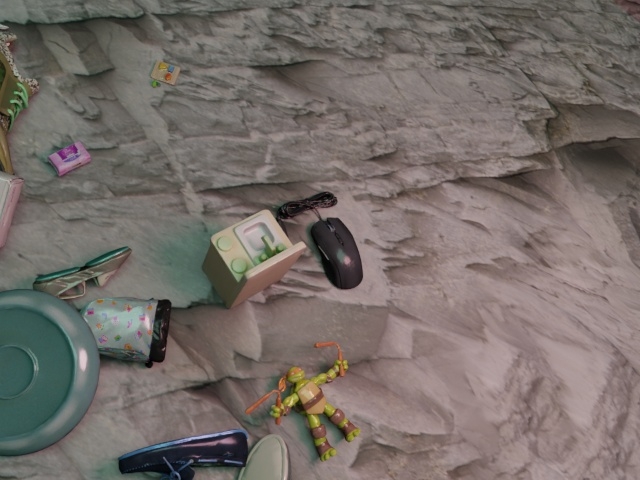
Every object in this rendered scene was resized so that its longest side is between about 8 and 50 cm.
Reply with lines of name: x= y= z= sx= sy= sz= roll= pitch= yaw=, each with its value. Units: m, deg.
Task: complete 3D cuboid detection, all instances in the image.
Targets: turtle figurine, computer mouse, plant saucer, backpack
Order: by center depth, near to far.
plant saucer: x=-0.586 y=0.249 z=1.228 sx=0.318 sy=0.043 sz=0.317 roll=0 pitch=80 yaw=-3
backpack: x=-0.406 y=0.176 z=1.334 sx=0.182 sy=0.115 sz=0.151 roll=8 pitch=69 yaw=-12
turtle figurine: x=-0.025 y=0.362 z=1.399 sx=0.269 sy=0.087 sz=0.217 roll=-31 pitch=89 yaw=-36
computer mouse: x=0.000 y=0.000 z=1.570 sx=0.184 sy=0.060 sz=0.262 roll=-12 pitch=73 yaw=-23

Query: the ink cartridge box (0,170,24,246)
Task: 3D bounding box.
ink cartridge box: x=-0.741 y=-0.086 z=1.309 sx=0.218 sy=0.092 sz=0.158 roll=18 pitch=96 yaw=-9

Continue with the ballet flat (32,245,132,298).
ballet flat: x=-0.499 y=0.077 z=1.380 sx=0.213 sy=0.072 sz=0.068 roll=-22 pitch=104 yaw=-24

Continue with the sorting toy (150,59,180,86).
sorting toy: x=-0.396 y=-0.417 z=1.636 sx=0.062 sy=0.012 sz=0.083 roll=19 pitch=64 yaw=-11

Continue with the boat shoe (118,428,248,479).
boat shoe: x=-0.264 y=0.437 z=1.280 sx=0.258 sy=0.109 sz=0.089 roll=-6 pitch=74 yaw=-18

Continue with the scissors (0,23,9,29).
scissors: x=-0.898 y=-0.544 z=1.517 sx=0.297 sy=0.021 sz=0.109 roll=-5 pitch=69 yaw=-19

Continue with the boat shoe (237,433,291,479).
boat shoe: x=-0.105 y=0.561 z=1.305 sx=0.099 sy=0.116 sz=0.319 roll=44 pitch=42 yaw=-47

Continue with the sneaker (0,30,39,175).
sneaker: x=-0.708 y=-0.325 z=1.435 sx=0.182 sy=0.158 sz=0.410 roll=-10 pitch=76 yaw=-40

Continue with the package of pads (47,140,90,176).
package of pads: x=-0.574 y=-0.187 z=1.473 sx=0.083 sy=0.032 sz=0.050 roll=-35 pitch=84 yaw=-27

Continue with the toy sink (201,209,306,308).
toy sink: x=-0.153 y=0.032 z=1.409 sx=0.153 sy=0.234 sz=0.131 roll=-30 pitch=81 yaw=-25
